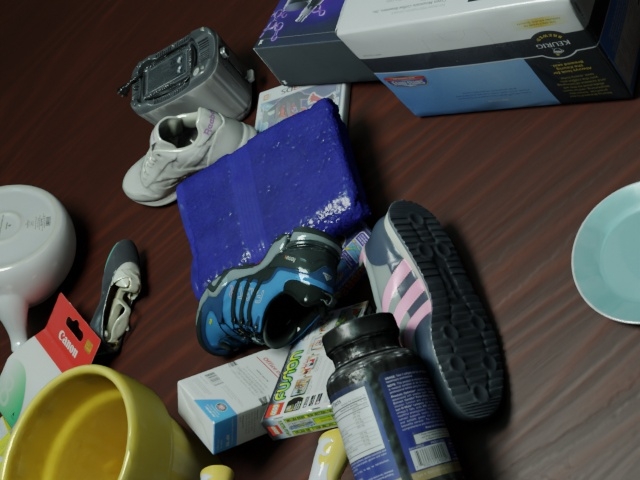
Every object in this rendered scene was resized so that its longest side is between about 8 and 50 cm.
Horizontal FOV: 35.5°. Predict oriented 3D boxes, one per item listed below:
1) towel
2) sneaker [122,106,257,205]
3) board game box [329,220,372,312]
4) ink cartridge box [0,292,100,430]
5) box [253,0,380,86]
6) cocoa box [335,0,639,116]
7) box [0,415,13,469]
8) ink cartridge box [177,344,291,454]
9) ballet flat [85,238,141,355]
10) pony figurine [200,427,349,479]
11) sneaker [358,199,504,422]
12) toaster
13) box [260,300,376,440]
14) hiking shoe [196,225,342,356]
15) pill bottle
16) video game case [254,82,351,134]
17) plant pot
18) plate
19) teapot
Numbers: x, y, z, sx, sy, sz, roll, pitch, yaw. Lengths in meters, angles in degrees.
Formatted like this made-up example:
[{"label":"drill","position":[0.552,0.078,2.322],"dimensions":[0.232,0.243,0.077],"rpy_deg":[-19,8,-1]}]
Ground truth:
[{"label":"towel","position":[-0.074,-0.057,1.518],"dimensions":[0.308,0.076,0.228],"rpy_deg":[-29,57,23]},{"label":"sneaker","position":[-0.251,-0.154,1.697],"dimensions":[0.305,0.152,0.114],"rpy_deg":[-21,55,38]},{"label":"board game box","position":[0.000,0.000,1.494],"dimensions":[0.136,0.035,0.201],"rpy_deg":[-46,46,8]},{"label":"ink cartridge box","position":[-0.466,0.222,1.688],"dimensions":[0.181,0.056,0.225],"rpy_deg":[36,108,45]},{"label":"box","position":[0.047,-0.350,1.598],"dimensions":[0.261,0.103,0.184],"rpy_deg":[3,61,40]},{"label":"cocoa box","position":[0.242,-0.328,1.355],"dimensions":[0.347,0.228,0.231],"rpy_deg":[0,65,39]},{"label":"box","position":[-0.530,0.393,1.685],"dimensions":[0.105,0.043,0.179],"rpy_deg":[-47,43,6]},{"label":"ink cartridge box","position":[-0.095,0.216,1.387],"dimensions":[0.104,0.180,0.060],"rpy_deg":[38,134,45]},{"label":"ballet flat","position":[-0.336,0.098,1.683],"dimensions":[0.074,0.074,0.203],"rpy_deg":[8,77,41]},{"label":"pony figurine","position":[-0.082,0.431,1.178],"dimensions":[0.351,0.303,0.363],"rpy_deg":[-20,39,19]},{"label":"sneaker","position":[0.136,0.108,1.297],"dimensions":[0.131,0.112,0.319],"rpy_deg":[-52,42,41]},{"label":"toaster","position":[-0.226,-0.259,1.748],"dimensions":[0.227,0.146,0.129],"rpy_deg":[-24,52,25]},{"label":"box","position":[0.003,0.169,1.328],"dimensions":[0.114,0.036,0.207],"rpy_deg":[-18,28,28]},{"label":"hiking shoe","position":[-0.089,0.100,1.406],"dimensions":[0.304,0.113,0.132],"rpy_deg":[-41,33,40]},{"label":"pill bottle","position":[0.078,0.202,1.179],"dimensions":[0.123,0.123,0.219],"rpy_deg":[-27,70,24]},{"label":"video game case","position":[-0.035,-0.180,1.636],"dimensions":[0.183,0.023,0.201],"rpy_deg":[-13,58,33]},{"label":"plant pot","position":[-0.267,0.327,1.374],"dimensions":[0.254,0.239,0.254],"rpy_deg":[-19,55,29]},{"label":"plate","position":[0.390,0.014,1.182],"dimensions":[0.188,0.024,0.188],"rpy_deg":[-19,55,30]},{"label":"teapot","position":[-0.555,0.032,1.828],"dimensions":[0.252,0.187,0.256],"rpy_deg":[28,57,26]}]
